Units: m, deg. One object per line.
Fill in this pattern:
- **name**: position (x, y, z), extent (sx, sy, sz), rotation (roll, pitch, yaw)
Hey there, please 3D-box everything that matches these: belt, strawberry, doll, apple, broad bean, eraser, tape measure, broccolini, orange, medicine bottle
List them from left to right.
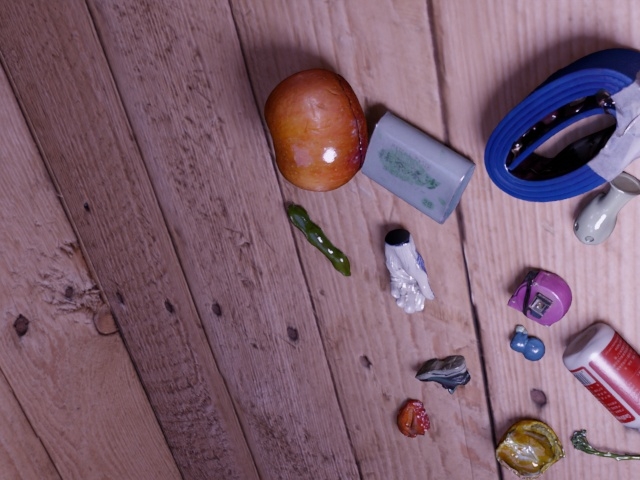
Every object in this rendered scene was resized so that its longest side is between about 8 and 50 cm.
- **apple**: position (-0.016, -0.243, 1.633), extent (0.251, 0.207, 0.271), rotation (-148, 45, -74)
- **broad bean**: position (0.000, 0.000, 1.964), extent (0.256, 0.052, 0.053), rotation (48, -179, -2)
- **strawberry**: position (0.266, 0.523, 2.124), extent (0.104, 0.048, 0.152), rotation (15, 132, 29)
- **eraser**: position (0.213, -0.161, 1.623), extent (0.227, 0.081, 0.174), rotation (35, 139, 17)
- **doll**: position (0.487, 0.252, 1.719), extent (0.083, 0.050, 0.076), rotation (26, 139, 22)
- **orange**: position (0.526, 0.516, 1.838), extent (0.170, 0.112, 0.160), rotation (-4, 108, 17)
- **tape measure**: position (0.486, 0.130, 1.605), extent (0.118, 0.074, 0.125), rotation (33, 139, 17)
- **belt**: position (0.462, -0.199, 1.342), extent (0.212, 0.117, 0.347), rotation (53, 140, -1)
- **broccolini**: position (0.685, 0.504, 1.731), extent (0.194, 0.052, 0.054), rotation (12, 131, 35)
- **medicine bottle**: position (0.644, 0.302, 1.552), extent (0.250, 0.131, 0.131), rotation (45, 139, 4)

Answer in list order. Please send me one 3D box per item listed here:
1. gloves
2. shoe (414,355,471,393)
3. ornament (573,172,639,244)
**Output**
- **gloves**: position (0.216, 0.078, 1.792), extent (0.119, 0.097, 0.229), rotation (12, 122, 42)
- **shoe**: position (0.332, 0.365, 1.931), extent (0.169, 0.071, 0.099), rotation (-22, 106, 45)
- **ornament**: position (0.548, -0.058, 1.412), extent (0.156, 0.075, 0.081), rotation (111, 154, -46)
